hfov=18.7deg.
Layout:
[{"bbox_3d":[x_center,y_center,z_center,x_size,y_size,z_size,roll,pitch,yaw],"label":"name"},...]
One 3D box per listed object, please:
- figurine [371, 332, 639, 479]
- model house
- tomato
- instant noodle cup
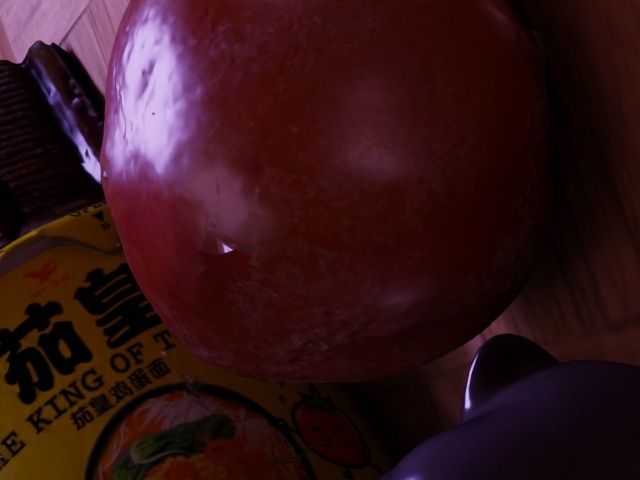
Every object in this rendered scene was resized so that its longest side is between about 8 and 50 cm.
[{"bbox_3d":[0.115,0.160,0.816,0.365,0.206,0.218,90,-170,-85],"label":"figurine"},{"bbox_3d":[-0.293,0.021,1.478,0.317,0.282,0.297,57,154,33],"label":"model house"},{"bbox_3d":[-0.005,-0.045,0.875,0.232,0.189,0.232,44,143,47],"label":"tomato"},{"bbox_3d":[-0.092,0.169,1.119,0.254,0.326,0.325,49,150,27],"label":"instant noodle cup"}]
